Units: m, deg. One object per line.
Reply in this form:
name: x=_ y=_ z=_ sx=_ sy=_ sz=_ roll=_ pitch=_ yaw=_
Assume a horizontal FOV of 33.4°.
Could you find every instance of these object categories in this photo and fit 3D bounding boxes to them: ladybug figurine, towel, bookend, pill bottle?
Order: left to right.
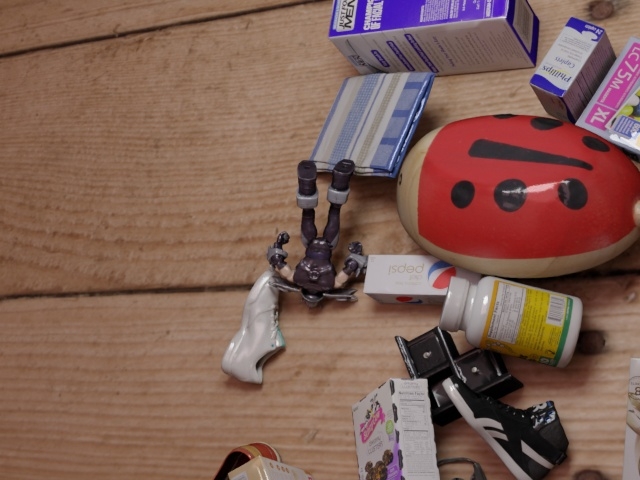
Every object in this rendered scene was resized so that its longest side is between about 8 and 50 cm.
towel: x=0.089 y=-0.211 z=1.957 sx=0.285 sy=0.034 sz=0.209 roll=9 pitch=75 yaw=58
bookend: x=0.228 y=0.201 z=1.768 sx=0.157 sy=0.072 sz=0.156 roll=-29 pitch=60 yaw=15
pill bottle: x=0.298 y=0.123 z=1.691 sx=0.208 sy=0.117 sz=0.118 roll=14 pitch=77 yaw=6
ladybug figurine: x=0.318 y=-0.091 z=1.740 sx=0.449 sy=0.162 sz=0.305 roll=8 pitch=55 yaw=32

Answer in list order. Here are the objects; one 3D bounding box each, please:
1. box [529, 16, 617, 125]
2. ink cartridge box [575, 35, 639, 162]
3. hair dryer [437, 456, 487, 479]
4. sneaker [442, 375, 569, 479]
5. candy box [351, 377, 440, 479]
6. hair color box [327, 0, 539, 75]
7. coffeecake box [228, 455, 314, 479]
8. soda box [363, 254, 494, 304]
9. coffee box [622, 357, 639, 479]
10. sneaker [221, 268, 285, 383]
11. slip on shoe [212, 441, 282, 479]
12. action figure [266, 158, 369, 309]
box: x=0.432 y=-0.285 z=1.814 sx=0.072 sy=0.126 sz=0.137 roll=31 pitch=87 yaw=32
ink cartridge box: x=0.595 y=-0.196 z=1.733 sx=0.311 sy=0.065 sz=0.186 roll=31 pitch=88 yaw=32
hair dryer: x=0.260 y=0.469 z=1.642 sx=0.293 sy=0.080 sz=0.224 roll=17 pitch=79 yaw=32
sneaker: x=0.298 y=0.269 z=1.666 sx=0.121 sy=0.079 sz=0.217 roll=-41 pitch=95 yaw=4
candy box: x=0.120 y=0.338 z=1.721 sx=0.165 sy=0.070 sz=0.196 roll=130 pitch=139 yaw=-57
hair color box: x=0.206 y=-0.384 z=1.939 sx=0.338 sy=0.185 sz=0.110 roll=-2 pitch=70 yaw=27
coffeecake box: x=-0.059 y=0.446 z=1.759 sx=0.068 sy=0.185 sz=0.142 roll=-32 pitch=59 yaw=14
soda box: x=0.187 y=0.068 z=1.843 sx=0.216 sy=0.069 sz=0.074 roll=0 pitch=71 yaw=28
coffee box: x=0.521 y=0.322 z=1.507 sx=0.168 sy=0.119 sz=0.297 roll=2 pitch=82 yaw=28
sneaker: x=-0.100 y=0.161 z=1.968 sx=0.094 sy=0.080 sz=0.212 roll=21 pitch=88 yaw=21
slip on shoe: x=-0.179 y=0.500 z=1.854 sx=0.123 sy=0.101 sz=0.331 roll=25 pitch=86 yaw=31
action figure: x=0.000 y=0.000 z=1.908 sx=0.185 sy=0.099 sz=0.285 roll=4 pitch=114 yaw=-6
